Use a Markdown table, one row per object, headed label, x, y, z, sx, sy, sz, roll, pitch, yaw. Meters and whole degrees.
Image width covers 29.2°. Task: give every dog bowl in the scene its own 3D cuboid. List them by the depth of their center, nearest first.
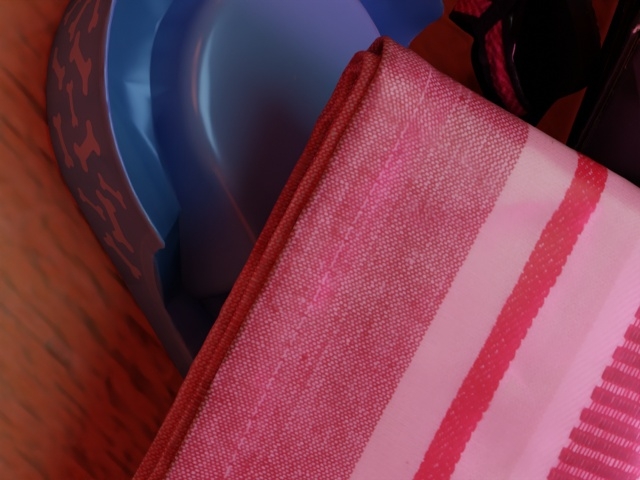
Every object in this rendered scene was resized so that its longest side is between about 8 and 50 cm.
| label | x | y | z | sx | sy | sz | roll | pitch | yaw |
| --- | --- | --- | --- | --- | --- | --- | --- | --- | --- |
| dog bowl | 0.000 | 0.000 | 0.495 | 0.166 | 0.074 | 0.297 | -43 | 116 | -32 |

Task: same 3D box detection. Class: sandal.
| label | x | y | z | sx | sy | sz | roll | pitch | yaw |
| --- | --- | --- | --- | --- | --- | --- | --- | --- | --- |
| sandal | 0.078 | -0.080 | 0.521 | 0.040 | 0.179 | 0.067 | -20 | 78 | -5 |

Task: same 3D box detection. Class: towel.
| label | x | y | z | sx | sy | sz | roll | pitch | yaw |
| --- | --- | --- | --- | --- | --- | --- | --- | --- | --- |
| towel | 0.097 | 0.106 | 0.453 | 0.329 | 0.037 | 0.237 | 27 | 93 | -21 |

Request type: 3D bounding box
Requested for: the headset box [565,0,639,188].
| label | x | y | z | sx | sy | sz | roll | pitch | yaw |
| --- | --- | --- | --- | --- | --- | --- | --- | --- | --- |
| headset box | 0.207 | -0.109 | 0.553 | 0.131 | 0.246 | 0.283 | 21 | 72 | 7 |
